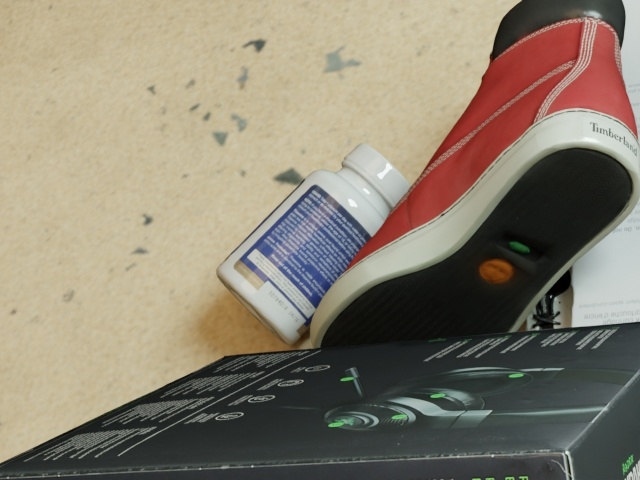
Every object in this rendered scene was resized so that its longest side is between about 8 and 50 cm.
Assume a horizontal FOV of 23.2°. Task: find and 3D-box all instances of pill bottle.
[{"bbox_3d":[0.000,0.000,0.945,0.120,0.067,0.067,-45,50,-7],"label":"pill bottle"}]

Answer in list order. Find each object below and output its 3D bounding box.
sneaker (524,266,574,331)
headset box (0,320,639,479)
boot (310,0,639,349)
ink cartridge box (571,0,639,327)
[{"bbox_3d":[0.126,0.055,0.858,0.040,0.044,0.109,-9,56,20],"label":"sneaker"},{"bbox_3d":[0.036,0.128,0.711,0.283,0.246,0.131,-7,96,23],"label":"headset box"},{"bbox_3d":[0.086,-0.034,0.883,0.244,0.088,0.176,-44,26,37],"label":"boot"},{"bbox_3d":[0.231,-0.070,0.876,0.165,0.065,0.333,-5,55,24],"label":"ink cartridge box"}]
